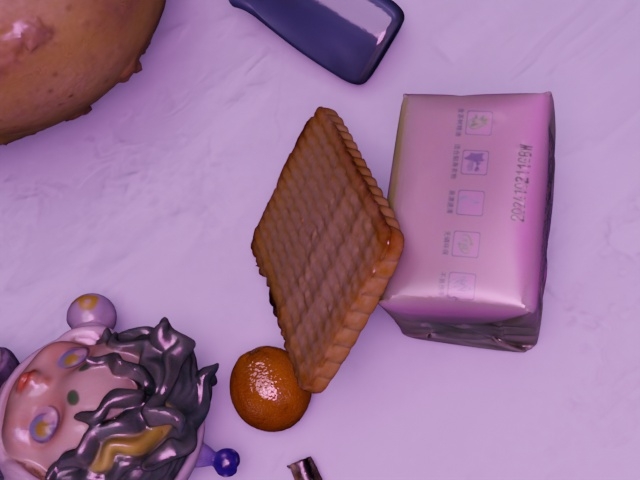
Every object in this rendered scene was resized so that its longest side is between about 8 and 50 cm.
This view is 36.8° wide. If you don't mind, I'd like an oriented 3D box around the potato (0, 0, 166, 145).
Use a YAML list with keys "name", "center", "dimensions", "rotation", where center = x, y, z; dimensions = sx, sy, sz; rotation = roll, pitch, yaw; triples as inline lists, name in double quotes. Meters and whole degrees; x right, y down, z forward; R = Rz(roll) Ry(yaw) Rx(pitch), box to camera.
- name: "potato"
  center: [-0.319, -0.324, 0.943]
  dimensions: [0.320, 0.385, 0.442]
  rotation: [-20, 84, -9]

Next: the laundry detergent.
- name: "laundry detergent"
  center: [-0.020, -0.249, 0.994]
  dimensions: [0.206, 0.061, 0.096]
  rotation: [31, 113, 3]

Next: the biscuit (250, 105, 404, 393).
- name: "biscuit"
  center: [0.000, 0.000, 0.868]
  dimensions: [0.172, 0.029, 0.254]
  rotation: [-63, 27, 25]

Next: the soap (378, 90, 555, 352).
- name: "soap"
  center: [0.136, -0.013, 0.864]
  dimensions: [0.139, 0.182, 0.199]
  rotation: [6, 76, 14]

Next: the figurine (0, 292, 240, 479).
- name: "figurine"
  center: [-0.271, 0.165, 0.906]
  dimensions: [0.382, 0.186, 0.261]
  rotation: [-1, 65, 17]

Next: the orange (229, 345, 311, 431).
- name: "orange"
  center: [-0.048, 0.141, 0.918]
  dimensions: [0.085, 0.085, 0.085]
  rotation: [-3, 75, 11]

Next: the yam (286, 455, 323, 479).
- name: "yam"
  center: [0.005, 0.267, 0.902]
  dimensions: [0.027, 0.033, 0.129]
  rotation: [-17, 75, -22]
